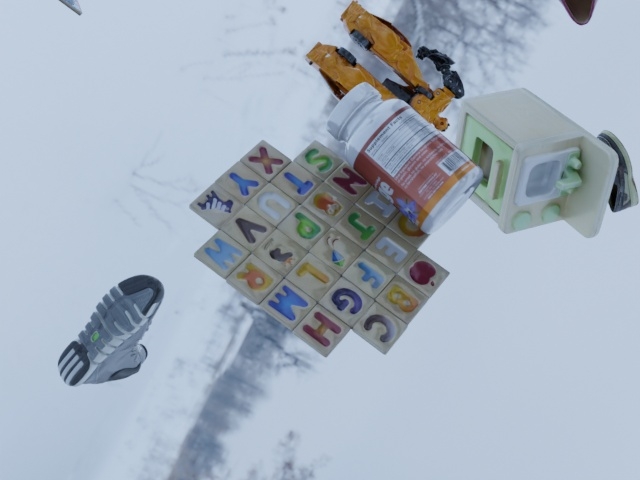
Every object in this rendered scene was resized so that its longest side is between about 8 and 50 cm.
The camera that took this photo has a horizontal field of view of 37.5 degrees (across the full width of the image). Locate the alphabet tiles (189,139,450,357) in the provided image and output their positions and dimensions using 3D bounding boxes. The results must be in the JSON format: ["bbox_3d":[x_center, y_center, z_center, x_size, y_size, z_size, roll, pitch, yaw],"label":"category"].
[{"bbox_3d":[0.000,0.000,1.320,0.285,0.342,0.011,-46,166,-34],"label":"alphabet tiles"}]

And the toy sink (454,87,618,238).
[{"bbox_3d":[0.314,-0.109,1.438,0.234,0.131,0.153,51,-34,45],"label":"toy sink"}]

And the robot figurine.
[{"bbox_3d":[0.127,-0.303,1.776,0.211,0.291,0.085,-49,-179,-1],"label":"robot figurine"}]

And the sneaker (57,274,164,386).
[{"bbox_3d":[-0.308,0.148,1.518,0.229,0.086,0.132,-44,150,13],"label":"sneaker"}]

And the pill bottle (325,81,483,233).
[{"bbox_3d":[0.114,-0.121,1.335,0.121,0.216,0.121,-44,168,-12],"label":"pill bottle"}]

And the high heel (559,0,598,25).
[{"bbox_3d":[0.347,-0.469,1.328,0.377,0.127,0.181,33,51,-57],"label":"high heel"}]

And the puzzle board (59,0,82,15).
[{"bbox_3d":[-0.368,-0.348,1.232,0.011,0.128,0.096,-48,-148,10],"label":"puzzle board"}]

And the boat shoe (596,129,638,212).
[{"bbox_3d":[0.489,-0.112,1.575,0.049,0.152,0.056,-32,-156,-8],"label":"boat shoe"}]
